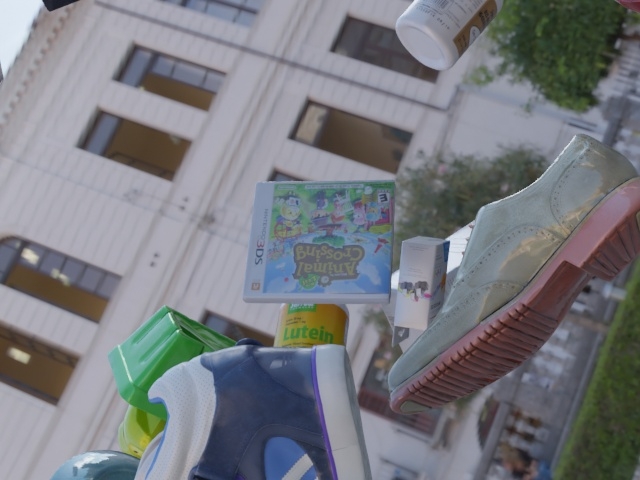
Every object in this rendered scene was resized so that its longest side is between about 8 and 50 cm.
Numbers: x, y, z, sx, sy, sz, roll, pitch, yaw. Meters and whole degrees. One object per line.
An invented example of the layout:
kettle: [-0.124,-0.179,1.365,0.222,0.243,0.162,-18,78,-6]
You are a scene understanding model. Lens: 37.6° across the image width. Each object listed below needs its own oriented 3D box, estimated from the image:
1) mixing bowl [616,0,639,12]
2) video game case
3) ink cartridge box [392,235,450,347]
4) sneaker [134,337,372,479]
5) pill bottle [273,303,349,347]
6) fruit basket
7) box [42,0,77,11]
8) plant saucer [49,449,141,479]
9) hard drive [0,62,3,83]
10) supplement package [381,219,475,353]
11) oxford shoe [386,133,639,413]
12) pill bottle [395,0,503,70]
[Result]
mixing bowl: [0.525,-0.416,1.453,0.098,0.181,0.181,38,-110,-46]
video game case: [0.000,0.000,1.368,0.023,0.212,0.193,70,-158,-62]
ink cartridge box: [0.170,0.089,1.588,0.104,0.061,0.181,-14,-69,-68]
sneaker: [-0.068,0.260,0.985,0.130,0.236,0.323,-85,-13,-70]
pill bottle: [-0.017,0.180,1.780,0.136,0.136,0.245,91,-174,-52]
fruit basket: [-0.301,0.367,2.011,0.283,0.392,0.392,-137,61,-63]
box: [-0.416,-0.649,1.781,0.179,0.343,0.312,70,177,-56]
plant saucer: [-0.243,0.335,1.162,0.037,0.195,0.195,-51,-2,32]
hard drive: [-0.552,-0.353,1.472,0.172,0.054,0.254,-136,34,-69]
supplement package: [0.288,0.098,1.844,0.293,0.175,0.177,-31,-75,-23]
oxford shoe: [0.215,0.046,1.104,0.397,0.146,0.140,-43,-33,10]
pill bottle: [0.254,-0.431,1.705,0.229,0.131,0.131,-50,-18,-11]
